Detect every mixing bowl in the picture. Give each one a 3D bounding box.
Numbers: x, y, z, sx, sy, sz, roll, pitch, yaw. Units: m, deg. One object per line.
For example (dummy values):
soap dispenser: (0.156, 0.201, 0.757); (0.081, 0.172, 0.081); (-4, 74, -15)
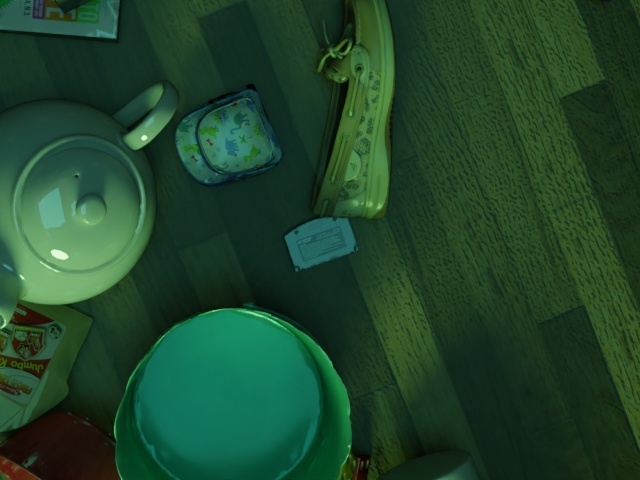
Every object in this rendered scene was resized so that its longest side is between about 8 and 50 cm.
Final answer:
mixing bowl: (-0.286, 0.263, 1.741); (0.181, 0.181, 0.098); (38, 69, -6)

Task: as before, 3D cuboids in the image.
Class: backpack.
backpack: (-0.112, -0.118, 1.758); (0.114, 0.084, 0.105); (-22, 93, 0)

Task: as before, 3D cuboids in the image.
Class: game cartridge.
game cartridge: (0.000, 0.000, 1.810); (0.083, 0.017, 0.056); (-18, 99, -3)

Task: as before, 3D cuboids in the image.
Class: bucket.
bucket: (-0.102, 0.204, 1.733); (0.281, 0.183, 0.281); (0, 95, -5)

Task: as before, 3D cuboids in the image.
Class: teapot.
teapot: (-0.280, -0.045, 1.668); (0.252, 0.187, 0.256); (-6, 95, -28)

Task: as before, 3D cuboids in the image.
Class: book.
book: (-0.307, -0.288, 1.758); (0.144, 0.035, 0.096); (4, 90, -4)

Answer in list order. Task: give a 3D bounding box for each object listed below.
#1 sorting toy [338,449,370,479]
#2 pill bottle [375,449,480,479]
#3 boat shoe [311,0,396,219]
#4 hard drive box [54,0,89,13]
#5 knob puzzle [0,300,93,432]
sorting toy: (0.001, 0.374, 1.786); (0.046, 0.132, 0.274); (11, 91, 19)
pill bottle: (0.166, 0.411, 1.776); (0.169, 0.169, 0.301); (-19, 96, -3)
boat shoe: (0.037, -0.165, 1.756); (0.089, 0.104, 0.285); (0, 95, -7)
hard drive box: (-0.272, -0.407, 1.706); (0.181, 0.089, 0.232); (-27, 88, -4)
knob puzzle: (-0.387, 0.144, 1.766); (0.213, 0.030, 0.213); (2, 76, -10)
